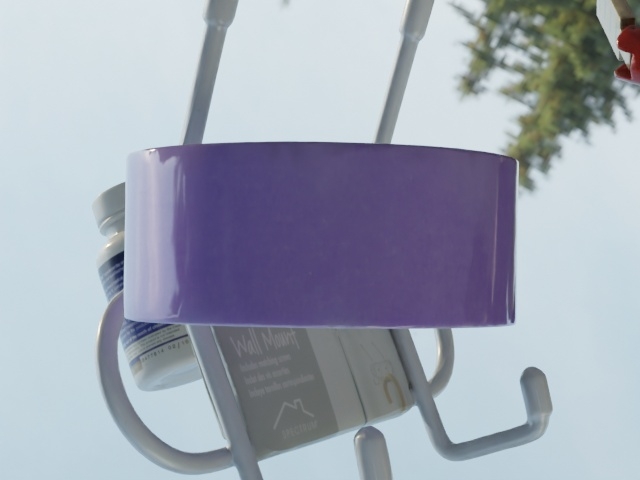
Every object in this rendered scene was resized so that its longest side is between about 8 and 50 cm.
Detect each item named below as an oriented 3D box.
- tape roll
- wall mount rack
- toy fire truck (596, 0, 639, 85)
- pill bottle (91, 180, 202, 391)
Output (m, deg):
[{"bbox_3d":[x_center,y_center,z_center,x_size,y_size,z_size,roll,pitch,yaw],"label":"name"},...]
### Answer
[{"bbox_3d":[0.000,0.000,0.657,0.189,0.080,0.189,1,178,0],"label":"tape roll"},{"bbox_3d":[0.013,0.002,0.820,0.350,0.130,0.304,-8,-103,-56],"label":"wall mount rack"},{"bbox_3d":[0.310,-0.214,1.141,0.246,0.217,0.159,23,-156,37],"label":"toy fire truck"},{"bbox_3d":[-0.149,0.038,1.293,0.112,0.112,0.186,-10,-107,-40],"label":"pill bottle"}]
